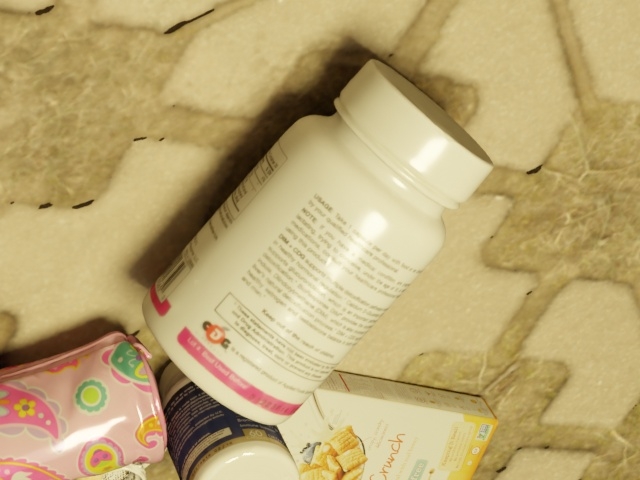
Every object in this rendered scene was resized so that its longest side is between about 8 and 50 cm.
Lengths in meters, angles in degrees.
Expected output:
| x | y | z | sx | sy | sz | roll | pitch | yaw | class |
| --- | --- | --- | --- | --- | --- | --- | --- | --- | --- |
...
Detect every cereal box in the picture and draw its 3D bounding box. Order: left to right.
| x | y | z | sx | sy | sz | roll | pitch | yaw | class |
| --- | --- | --- | --- | --- | --- | --- | --- | --- | --- |
| 0.027 | 0.209 | 1.672 | 0.240 | 0.047 | 0.173 | 11 | 115 | -26 | cereal box |

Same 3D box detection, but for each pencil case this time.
| x | y | z | sx | sy | sz | roll | pitch | yaw | class |
| --- | --- | --- | --- | --- | --- | --- | --- | --- | --- |
| -0.272 | 0.160 | 1.488 | 0.284 | 0.124 | 0.124 | -13 | 123 | -12 | pencil case |

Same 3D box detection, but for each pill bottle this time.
| x | y | z | sx | sy | sz | roll | pitch | yaw | class |
| --- | --- | --- | --- | --- | --- | --- | --- | --- | --- |
| -0.085 | 0.167 | 1.530 | 0.094 | 0.169 | 0.094 | -10 | 123 | -16 | pill bottle |
| 0.000 | 0.000 | 1.468 | 0.160 | 0.160 | 0.283 | 34 | 104 | -33 | pill bottle |

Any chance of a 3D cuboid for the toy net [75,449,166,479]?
| x | y | z | sx | sy | sz | roll | pitch | yaw | class |
| --- | --- | --- | --- | --- | --- | --- | --- | --- | --- |
| -0.233 | 0.233 | 1.591 | 0.232 | 0.045 | 0.122 | -20 | 124 | -9 | toy net |
